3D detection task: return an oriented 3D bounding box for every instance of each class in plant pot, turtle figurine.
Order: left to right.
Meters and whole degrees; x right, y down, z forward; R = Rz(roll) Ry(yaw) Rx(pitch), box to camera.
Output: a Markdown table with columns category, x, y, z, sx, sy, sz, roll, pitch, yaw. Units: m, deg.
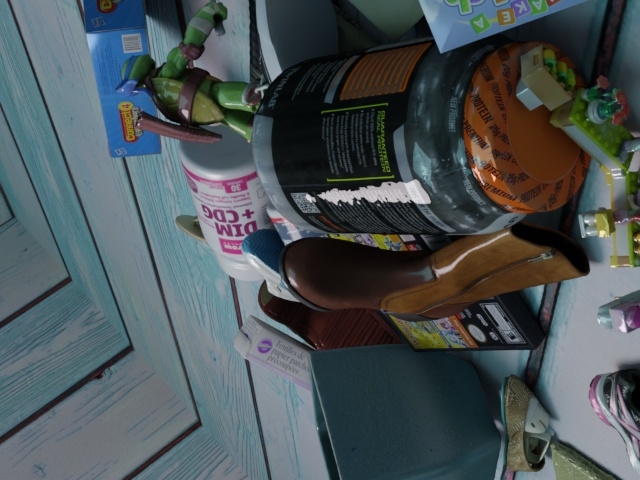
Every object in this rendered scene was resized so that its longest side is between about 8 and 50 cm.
| category | x | y | z | sx | sy | sz | roll | pitch | yaw |
| --- | --- | --- | --- | --- | --- | --- | --- | --- | --- |
| turtle figurine | -0.117 | -0.230 | 1.468 | 0.266 | 0.275 | 0.198 | 27 | 119 | 10 |
| plant pot | 0.133 | 0.305 | 1.619 | 0.247 | 0.252 | 0.248 | 87 | 170 | -53 |

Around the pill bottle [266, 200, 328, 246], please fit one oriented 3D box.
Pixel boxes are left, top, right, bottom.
| category | x | y | z | sx | sy | sz | roll | pitch | yaw |
| --- | --- | --- | --- | --- | --- | --- | --- | --- | --- |
| pill bottle | 0.000 | 0.000 | 1.675 | 0.108 | 0.108 | 0.180 | 12 | 134 | 60 |

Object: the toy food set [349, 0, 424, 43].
| category | x | y | z | sx | sy | sz | roll | pitch | yaw |
| --- | --- | --- | --- | --- | --- | --- | --- | --- | --- |
| toy food set | 0.066 | -0.345 | 1.083 | 0.220 | 0.092 | 0.306 | 44 | 160 | -5 |

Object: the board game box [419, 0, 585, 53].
| category | x | y | z | sx | sy | sz | roll | pitch | yaw |
| --- | --- | --- | --- | --- | --- | --- | --- | --- | --- |
| board game box | 0.141 | -0.288 | 0.928 | 0.160 | 0.039 | 0.211 | -17 | 115 | 23 |

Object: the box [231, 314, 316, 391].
| category | x | y | z | sx | sy | sz | roll | pitch | yaw |
| --- | --- | --- | --- | --- | --- | --- | --- | --- | --- |
| box | -0.011 | 0.233 | 1.893 | 0.324 | 0.063 | 0.067 | 32 | -178 | -33 |

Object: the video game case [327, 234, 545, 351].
| category | x | y | z | sx | sy | sz | roll | pitch | yaw |
| --- | --- | --- | --- | --- | --- | --- | --- | --- | --- |
| video game case | 0.141 | 0.042 | 1.446 | 0.248 | 0.035 | 0.275 | -10 | 122 | 54 |

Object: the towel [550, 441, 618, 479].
| category | x | y | z | sx | sy | sz | roll | pitch | yaw |
| --- | --- | --- | --- | --- | --- | --- | --- | --- | --- |
| towel | 0.388 | 0.355 | 1.512 | 0.148 | 0.027 | 0.110 | 33 | 149 | 45 |

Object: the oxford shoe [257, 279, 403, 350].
| category | x | y | z | sx | sy | sz | roll | pitch | yaw |
| --- | --- | --- | --- | --- | --- | --- | --- | --- | --- |
| oxford shoe | 0.046 | 0.163 | 1.863 | 0.348 | 0.123 | 0.130 | 36 | 178 | 36 |

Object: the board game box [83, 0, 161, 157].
| category | x | y | z | sx | sy | sz | roll | pitch | yaw |
| --- | --- | --- | --- | --- | --- | --- | --- | --- | --- |
| board game box | -0.314 | -0.339 | 1.658 | 0.308 | 0.086 | 0.302 | 96 | 164 | -59 |

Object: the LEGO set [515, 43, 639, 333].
| category | x | y | z | sx | sy | sz | roll | pitch | yaw |
| --- | --- | --- | --- | --- | --- | --- | --- | --- | --- |
| LEGO set | 0.291 | -0.061 | 0.982 | 0.107 | 0.132 | 0.287 | -2 | 113 | 54 |

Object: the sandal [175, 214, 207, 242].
| category | x | y | z | sx | sy | sz | roll | pitch | yaw |
| --- | --- | --- | --- | --- | --- | --- | --- | --- | --- |
| sandal | -0.183 | -0.025 | 2.095 | 0.240 | 0.088 | 0.079 | 32 | 119 | 30 |

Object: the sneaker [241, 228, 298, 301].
| category | x | y | z | sx | sy | sz | roll | pitch | yaw |
| --- | --- | --- | --- | --- | --- | --- | --- | --- | --- |
| sneaker | -0.060 | 0.052 | 1.751 | 0.092 | 0.087 | 0.228 | -22 | 147 | 30 |

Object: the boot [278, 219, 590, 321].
| category | x | y | z | sx | sy | sz | roll | pitch | yaw |
| --- | --- | --- | --- | --- | --- | --- | --- | --- | --- |
| boot | 0.125 | 0.031 | 1.235 | 0.264 | 0.096 | 0.280 | 24 | 154 | -31 |

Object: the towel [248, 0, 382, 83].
| category | x | y | z | sx | sy | sz | roll | pitch | yaw |
| --- | --- | --- | --- | --- | --- | --- | --- | --- | --- |
| towel | 0.013 | -0.208 | 1.438 | 0.324 | 0.056 | 0.312 | 46 | 154 | 25 |

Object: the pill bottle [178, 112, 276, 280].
| category | x | y | z | sx | sy | sz | roll | pitch | yaw |
| --- | --- | --- | --- | --- | --- | --- | --- | --- | --- |
| pill bottle | -0.130 | -0.071 | 1.766 | 0.160 | 0.160 | 0.283 | 39 | 154 | 34 |

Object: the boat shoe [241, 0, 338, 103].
| category | x | y | z | sx | sy | sz | roll | pitch | yaw |
| --- | --- | --- | --- | --- | --- | --- | --- | --- | --- |
| boat shoe | -0.032 | -0.191 | 1.304 | 0.105 | 0.113 | 0.306 | 0 | 113 | 49 |

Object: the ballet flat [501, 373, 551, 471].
| category | x | y | z | sx | sy | sz | roll | pitch | yaw |
| --- | --- | --- | --- | --- | --- | --- | --- | --- | --- |
| ballet flat | 0.299 | 0.266 | 1.535 | 0.067 | 0.073 | 0.206 | 11 | 142 | 22 |

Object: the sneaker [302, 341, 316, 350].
| category | x | y | z | sx | sy | sz | roll | pitch | yaw |
| --- | --- | --- | --- | --- | --- | --- | --- | --- | --- |
| sneaker | 0.019 | 0.274 | 2.074 | 0.185 | 0.084 | 0.069 | 55 | 158 | -1 |

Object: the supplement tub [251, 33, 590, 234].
| category | x | y | z | sx | sy | sz | roll | pitch | yaw |
| --- | --- | --- | --- | --- | --- | --- | --- | --- | --- |
| supplement tub | 0.101 | -0.108 | 1.126 | 0.338 | 0.207 | 0.207 | 2 | 125 | 49 |

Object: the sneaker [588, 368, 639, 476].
| category | x | y | z | sx | sy | sz | roll | pitch | yaw |
| --- | --- | --- | --- | --- | --- | --- | --- | --- | --- |
| sneaker | 0.396 | 0.226 | 1.254 | 0.178 | 0.072 | 0.077 | 47 | 148 | 2 |
